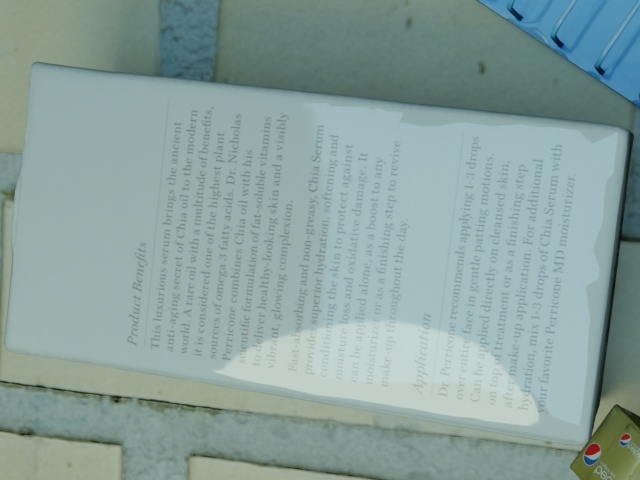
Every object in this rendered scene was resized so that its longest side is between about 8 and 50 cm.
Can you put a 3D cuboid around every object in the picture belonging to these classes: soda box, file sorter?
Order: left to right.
[{"bbox_3d":[0.208,-0.194,0.963,0.170,0.104,0.118,36,102,10],"label":"file sorter"},{"bbox_3d":[0.275,0.188,0.942,0.181,0.058,0.061,27,102,-26],"label":"soda box"}]

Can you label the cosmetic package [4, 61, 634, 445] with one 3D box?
[{"bbox_3d":[0.000,0.000,0.999,0.453,0.161,0.230,8,96,14],"label":"cosmetic package"}]
